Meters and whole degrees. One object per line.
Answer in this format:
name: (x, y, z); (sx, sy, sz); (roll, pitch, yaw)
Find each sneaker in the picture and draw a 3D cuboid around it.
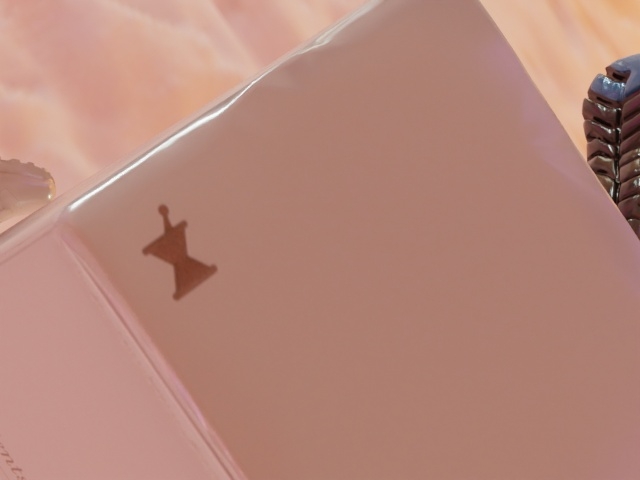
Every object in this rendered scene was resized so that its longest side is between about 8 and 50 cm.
sneaker: (0.296, -0.023, 1.798); (0.139, 0.125, 0.341); (51, 50, -31)
sneaker: (-0.340, -0.026, 1.690); (0.235, 0.090, 0.095); (-2, 77, -39)

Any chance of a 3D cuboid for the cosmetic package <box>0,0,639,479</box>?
cosmetic package: (-0.044, 0.093, 1.155); (0.329, 0.394, 0.327); (-37, 97, -37)
